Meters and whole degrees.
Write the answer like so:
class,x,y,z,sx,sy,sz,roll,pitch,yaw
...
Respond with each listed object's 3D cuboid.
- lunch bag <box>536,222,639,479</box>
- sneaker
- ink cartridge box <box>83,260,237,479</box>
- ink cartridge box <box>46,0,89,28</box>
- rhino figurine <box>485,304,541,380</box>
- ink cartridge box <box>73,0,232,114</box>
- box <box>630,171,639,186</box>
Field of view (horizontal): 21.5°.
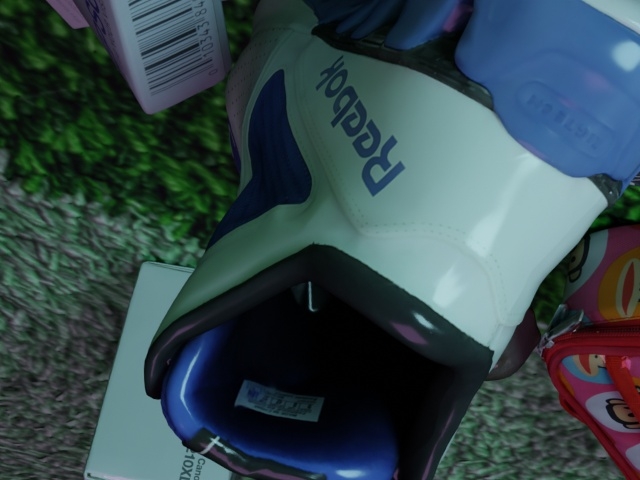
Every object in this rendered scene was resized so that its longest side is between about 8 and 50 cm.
class,x,y,z,sx,sy,sz,roll,pitch,yaw
lunch bag,0.271,0.095,1.081,0.258,0.120,0.293,-3,146,32
sneaker,0.000,0.000,0.620,0.127,0.182,0.315,35,170,-12
ink cartridge box,-0.106,0.146,1.248,0.100,0.172,0.237,12,152,0
ink cartridge box,-0.064,-0.164,0.782,0.181,0.061,0.104,-7,148,29
rhino figurine,0.071,0.015,1.049,0.106,0.073,0.243,4,150,22
ink cartridge box,-0.113,-0.189,0.612,0.045,0.224,0.223,-28,152,-11
box,0.180,-0.060,0.919,0.136,0.028,0.081,13,152,3
